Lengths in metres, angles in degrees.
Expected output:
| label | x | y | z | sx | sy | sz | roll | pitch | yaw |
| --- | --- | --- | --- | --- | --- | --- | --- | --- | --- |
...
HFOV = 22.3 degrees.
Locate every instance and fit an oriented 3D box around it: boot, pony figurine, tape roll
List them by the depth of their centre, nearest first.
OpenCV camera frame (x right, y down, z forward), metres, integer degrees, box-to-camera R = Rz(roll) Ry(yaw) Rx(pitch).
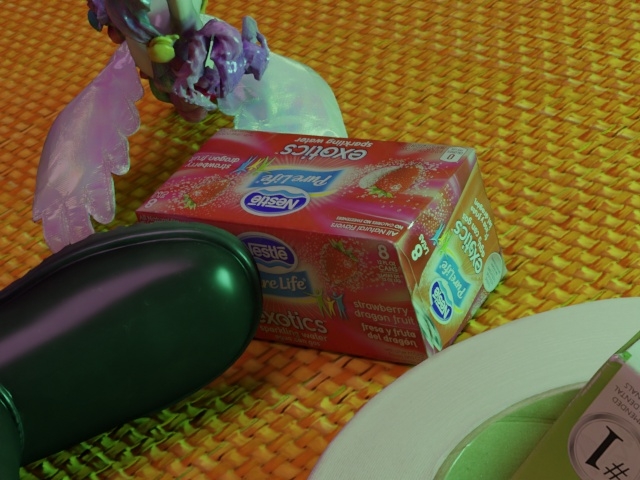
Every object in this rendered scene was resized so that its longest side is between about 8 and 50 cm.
| label | x | y | z | sx | sy | sz | roll | pitch | yaw |
| --- | --- | --- | --- | --- | --- | --- | --- | --- | --- |
| tape roll | 0.169 | 0.175 | 0.966 | 0.392 | 0.072 | 0.392 | -13 | 31 | 8 |
| boot | -0.209 | 0.160 | 1.044 | 0.367 | 0.146 | 0.445 | -21 | 19 | 6 |
| pony figurine | -0.136 | -0.189 | 1.500 | 0.303 | 0.363 | 0.351 | -8 | 48 | 4 |

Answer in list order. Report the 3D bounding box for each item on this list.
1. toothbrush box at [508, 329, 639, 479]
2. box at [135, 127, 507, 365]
| label | x | y | z | sx | sy | sz | roll | pitch | yaw |
| --- | --- | --- | --- | --- | --- | --- | --- | --- | --- |
| toothbrush box | 0.146 | 0.186 | 0.680 | 0.206 | 0.283 | 0.122 | 42 | 35 | 13 |
| box | 0.000 | 0.000 | 1.278 | 0.257 | 0.122 | 0.128 | 8 | 41 | 36 |
